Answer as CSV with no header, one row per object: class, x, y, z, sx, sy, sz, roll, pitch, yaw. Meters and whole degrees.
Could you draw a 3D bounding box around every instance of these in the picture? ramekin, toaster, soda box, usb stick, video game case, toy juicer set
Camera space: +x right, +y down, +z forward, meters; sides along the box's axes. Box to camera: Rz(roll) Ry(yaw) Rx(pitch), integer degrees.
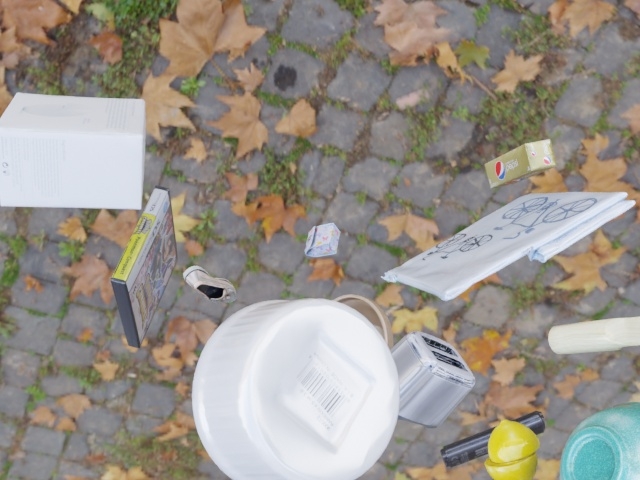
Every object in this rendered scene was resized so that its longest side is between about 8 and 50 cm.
ramekin,-0.023,0.210,1.045,0.277,0.277,0.135,26,155,-23
toaster,0.194,0.270,1.485,0.227,0.129,0.146,26,112,-39
soda box,0.413,-0.157,1.572,0.061,0.181,0.058,-12,85,-15
usb stick,0.442,0.508,1.931,0.278,0.045,0.077,-22,133,0
video game case,-0.370,0.061,1.626,0.035,0.248,0.275,13,145,4
toy juicer set,0.253,0.199,0.699,0.089,0.209,0.329,23,89,-25

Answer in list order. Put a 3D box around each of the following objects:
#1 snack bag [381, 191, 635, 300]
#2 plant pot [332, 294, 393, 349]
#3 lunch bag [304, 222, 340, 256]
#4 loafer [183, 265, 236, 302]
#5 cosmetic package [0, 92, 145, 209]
snack bag,0.295,0.007,1.263,0.342,0.323,0.037,-28,99,-9
plant pot,0.101,0.257,1.904,0.110,0.237,0.237,12,131,-48
lunch bag,0.000,0.000,1.886,0.083,0.071,0.053,-11,138,31
loafer,-0.177,0.082,1.240,0.045,0.039,0.125,-42,143,8
cosmetic package,-0.415,-0.155,1.294,0.225,0.224,0.138,0,115,-12
